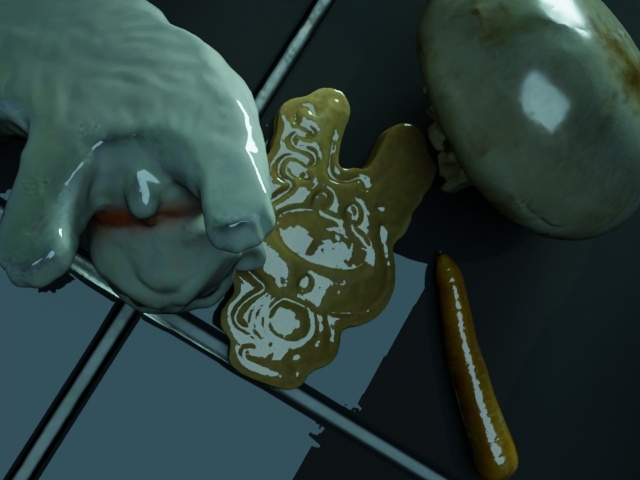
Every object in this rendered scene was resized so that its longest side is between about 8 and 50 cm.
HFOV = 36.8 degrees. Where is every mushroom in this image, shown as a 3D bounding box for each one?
[{"bbox_3d":[0.155,-0.098,0.725,0.178,0.226,0.226,-37,95,24],"label":"mushroom"}]

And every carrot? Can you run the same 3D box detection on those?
[{"bbox_3d":[0.119,0.100,0.769,0.037,0.037,0.190,-14,87,-15],"label":"carrot"}]

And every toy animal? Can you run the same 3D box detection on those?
[{"bbox_3d":[-0.186,-0.056,0.664,0.308,0.188,0.266,-15,69,4],"label":"toy animal"}]

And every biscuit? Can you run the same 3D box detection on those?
[{"bbox_3d":[-0.004,0.000,0.751,0.144,0.040,0.236,23,77,-6],"label":"biscuit"}]
